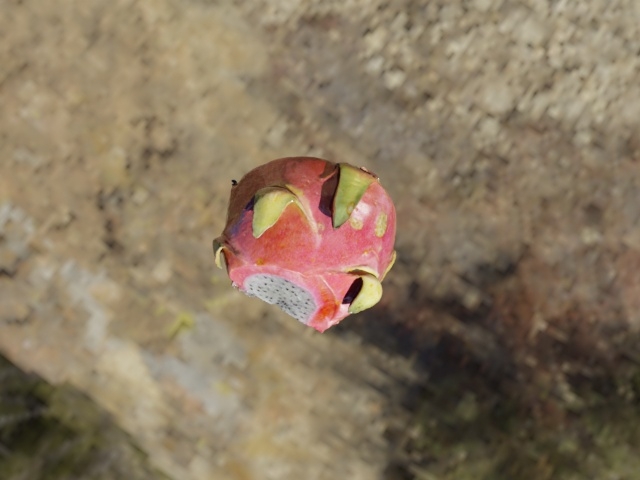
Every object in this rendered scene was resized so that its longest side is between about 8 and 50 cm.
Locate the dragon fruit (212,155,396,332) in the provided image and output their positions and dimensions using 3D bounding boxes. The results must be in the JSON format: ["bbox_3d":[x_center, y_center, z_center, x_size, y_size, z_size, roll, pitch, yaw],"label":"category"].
[{"bbox_3d":[0.000,0.000,0.871,0.083,0.056,0.060,31,137,-17],"label":"dragon fruit"}]
